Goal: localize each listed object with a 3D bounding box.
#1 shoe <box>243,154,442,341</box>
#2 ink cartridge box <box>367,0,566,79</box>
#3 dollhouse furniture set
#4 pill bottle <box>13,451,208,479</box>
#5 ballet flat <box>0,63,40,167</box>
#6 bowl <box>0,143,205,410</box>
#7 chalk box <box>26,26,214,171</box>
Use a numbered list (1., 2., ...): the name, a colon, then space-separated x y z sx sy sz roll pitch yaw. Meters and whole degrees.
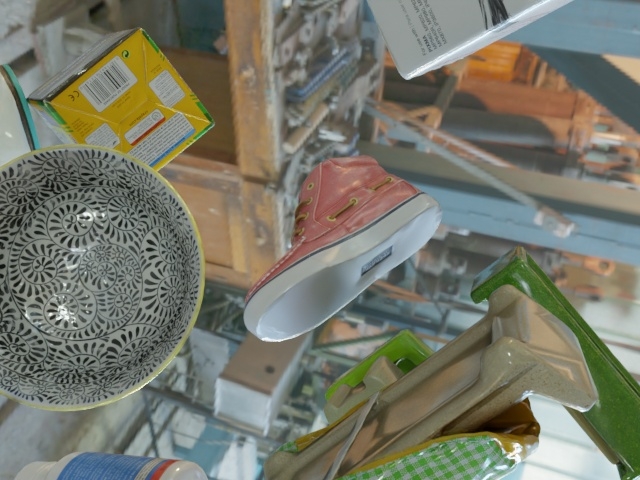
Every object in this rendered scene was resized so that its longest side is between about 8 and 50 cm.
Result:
1. shoe: 0.000 0.000 0.570 0.178 0.081 0.063 -32 147 -30
2. ink cartridge box: 0.205 -0.282 0.798 0.197 0.273 0.114 -33 97 -53
3. dollhouse furniture set: 0.085 0.134 0.455 0.198 0.151 0.301 -39 176 15
4. pill bottle: -0.252 0.313 0.935 0.124 0.222 0.124 -1 90 -68
5. ballet flat: -0.411 -0.050 1.038 0.400 0.139 0.139 96 15 -53
6. bowl: -0.156 0.026 0.538 0.080 0.170 0.170 80 25 -82
7. chalk box: -0.238 -0.150 0.914 0.132 0.213 0.132 -42 114 -12
